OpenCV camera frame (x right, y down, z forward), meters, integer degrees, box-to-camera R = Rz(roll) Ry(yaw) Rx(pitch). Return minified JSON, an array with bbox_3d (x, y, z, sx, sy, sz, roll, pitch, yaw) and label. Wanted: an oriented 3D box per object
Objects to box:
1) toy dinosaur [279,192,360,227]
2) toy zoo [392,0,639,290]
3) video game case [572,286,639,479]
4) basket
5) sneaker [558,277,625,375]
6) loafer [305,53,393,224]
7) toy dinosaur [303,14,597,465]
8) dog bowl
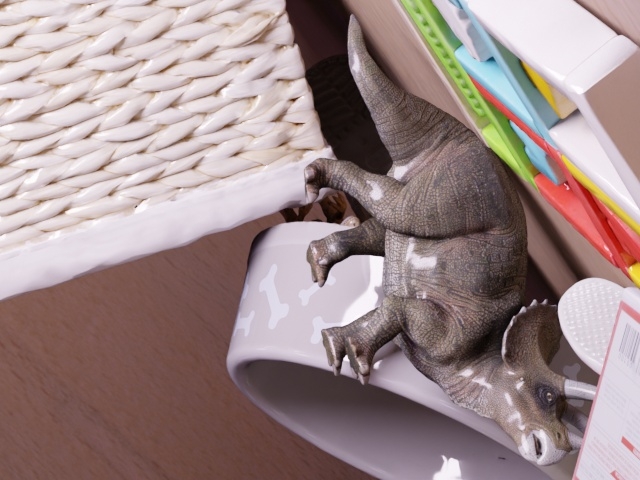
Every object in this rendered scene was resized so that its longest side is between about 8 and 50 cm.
[{"bbox_3d":[0.000,0.000,1.359,0.112,0.064,0.211,61,179,6],"label":"toy dinosaur"},{"bbox_3d":[0.108,-0.050,0.722,0.192,0.030,0.293,52,180,-39],"label":"toy zoo"},{"bbox_3d":[0.175,0.191,0.866,0.025,0.285,0.204,7,-163,-19],"label":"video game case"},{"bbox_3d":[-0.201,-0.148,1.303,0.328,0.331,0.266,-130,22,-65],"label":"basket"},{"bbox_3d":[0.196,0.082,1.004,0.134,0.051,0.070,45,170,43],"label":"sneaker"},{"bbox_3d":[0.074,-0.035,1.374,0.268,0.102,0.092,61,-176,19],"label":"loafer"},{"bbox_3d":[0.077,0.008,1.094,0.121,0.160,0.313,123,134,-74],"label":"toy dinosaur"},{"bbox_3d":[0.085,0.116,1.283,0.349,0.102,0.349,23,162,8],"label":"dog bowl"}]
